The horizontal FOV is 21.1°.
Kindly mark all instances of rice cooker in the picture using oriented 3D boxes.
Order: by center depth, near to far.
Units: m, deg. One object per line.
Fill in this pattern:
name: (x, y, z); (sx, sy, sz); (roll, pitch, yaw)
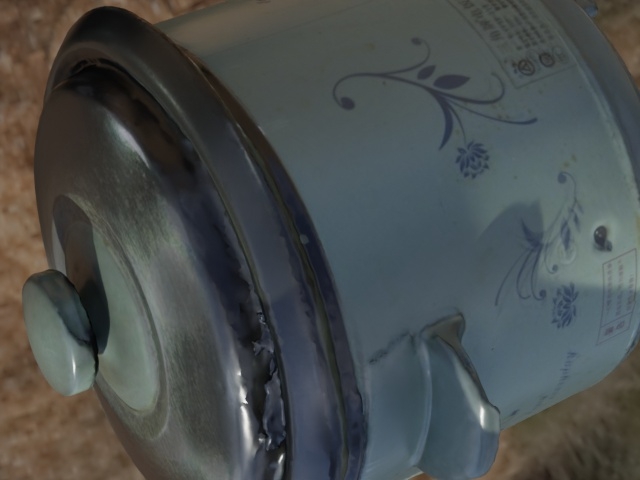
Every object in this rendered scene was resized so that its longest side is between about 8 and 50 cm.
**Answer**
rice cooker: (0.000, 0.000, 0.825); (0.317, 0.316, 0.264); (-8, 134, -16)
